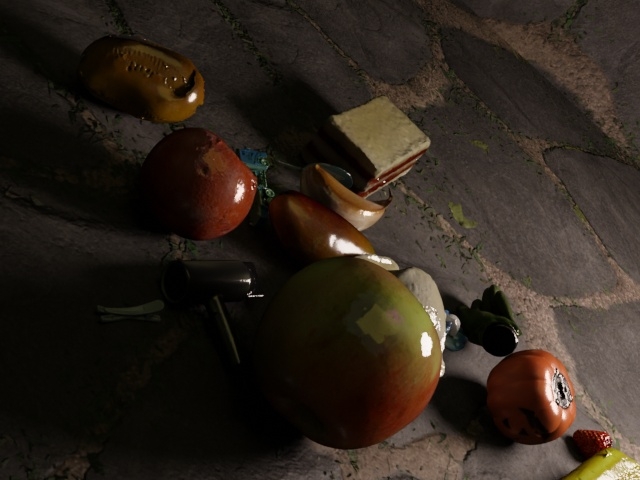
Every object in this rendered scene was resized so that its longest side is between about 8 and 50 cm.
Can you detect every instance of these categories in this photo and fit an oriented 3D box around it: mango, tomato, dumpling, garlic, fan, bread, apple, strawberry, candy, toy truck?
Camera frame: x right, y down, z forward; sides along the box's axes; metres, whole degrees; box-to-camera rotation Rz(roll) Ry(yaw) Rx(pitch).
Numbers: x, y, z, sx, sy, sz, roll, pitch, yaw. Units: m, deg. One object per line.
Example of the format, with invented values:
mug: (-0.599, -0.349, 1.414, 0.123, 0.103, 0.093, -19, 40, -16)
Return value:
mango: (0.000, 0.000, 2.024, 0.267, 0.111, 0.133, 32, 45, -29)
tomato: (-0.222, -0.096, 1.848, 0.208, 0.184, 0.208, 47, -2, 2)
dumpling: (0.143, 0.126, 1.943, 0.243, 0.175, 0.227, 24, -5, 45)
garlic: (0.045, -0.065, 2.139, 0.206, 0.115, 0.128, 21, 32, -21)
fan: (-0.016, -0.144, 2.200, 0.175, 0.113, 0.005, 18, 64, -4)
bread: (0.508, 0.515, 1.946, 0.166, 0.112, 0.383, 45, 35, 24)
apple: (0.037, 0.189, 1.685, 0.277, 0.319, 0.319, -38, 79, -21)
strawberry: (0.570, 0.423, 2.163, 0.083, 0.073, 0.073, 41, 30, 28)
candy: (0.106, -0.210, 2.359, 0.179, 0.135, 0.320, 45, 32, 7)
toy truck: (-0.142, -0.105, 2.053, 0.081, 0.067, 0.175, 14, 45, -27)
mango: (-0.347, -0.307, 1.998, 0.248, 0.151, 0.156, 14, 52, -24)

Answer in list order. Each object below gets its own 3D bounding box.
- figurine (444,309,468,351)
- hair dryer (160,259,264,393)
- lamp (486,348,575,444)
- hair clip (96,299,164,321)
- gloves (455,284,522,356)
figurine: (0.257, 0.177, 2.114, 0.114, 0.079, 0.114, 26, 32, -18)
hair dryer: (-0.148, 0.145, 1.767, 0.195, 0.078, 0.248, 1, 60, -45)
lamp: (0.409, 0.312, 2.048, 0.187, 0.163, 0.188, 29, 52, -46)
hair clip: (-0.304, 0.112, 1.661, 0.115, 0.039, 0.030, -1, 46, -43)
gloves: (0.352, 0.175, 2.159, 0.135, 0.107, 0.268, 11, 19, -1)
